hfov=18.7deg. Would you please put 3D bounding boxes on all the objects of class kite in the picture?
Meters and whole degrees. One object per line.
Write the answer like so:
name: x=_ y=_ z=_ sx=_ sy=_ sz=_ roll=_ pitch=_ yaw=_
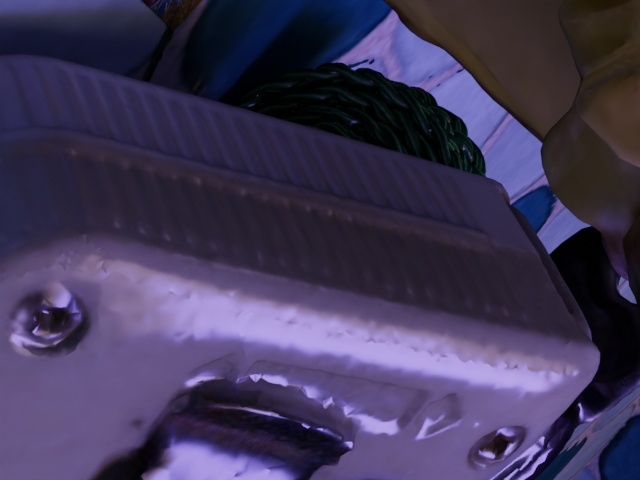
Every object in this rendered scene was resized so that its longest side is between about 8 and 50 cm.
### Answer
kite: x=-0.053 y=-0.079 z=0.685 sx=0.078 sy=0.002 sz=0.044 roll=-52 pitch=162 yaw=22

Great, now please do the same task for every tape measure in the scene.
tape measure: x=-0.045 y=0.075 z=0.667 sx=0.271 sy=0.133 sz=0.231 roll=10 pitch=127 yaw=-35

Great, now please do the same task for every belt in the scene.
belt: x=0.000 y=0.000 z=0.801 sx=0.151 sy=0.121 sz=0.079 roll=-43 pitch=167 yaw=10

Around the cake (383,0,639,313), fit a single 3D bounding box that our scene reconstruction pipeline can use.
cake: x=0.099 y=-0.133 z=0.524 sx=0.286 sy=0.227 sz=0.222 roll=-42 pitch=160 yaw=-16
